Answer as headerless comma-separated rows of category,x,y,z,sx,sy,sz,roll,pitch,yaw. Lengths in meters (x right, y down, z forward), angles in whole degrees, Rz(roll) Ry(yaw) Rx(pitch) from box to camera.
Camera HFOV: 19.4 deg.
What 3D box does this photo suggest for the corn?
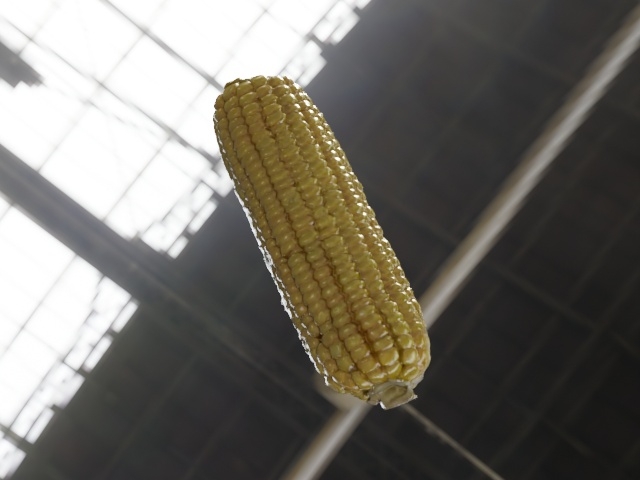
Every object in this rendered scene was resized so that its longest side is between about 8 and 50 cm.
corn,0.000,0.000,1.013,0.068,0.068,0.207,-34,-110,21
